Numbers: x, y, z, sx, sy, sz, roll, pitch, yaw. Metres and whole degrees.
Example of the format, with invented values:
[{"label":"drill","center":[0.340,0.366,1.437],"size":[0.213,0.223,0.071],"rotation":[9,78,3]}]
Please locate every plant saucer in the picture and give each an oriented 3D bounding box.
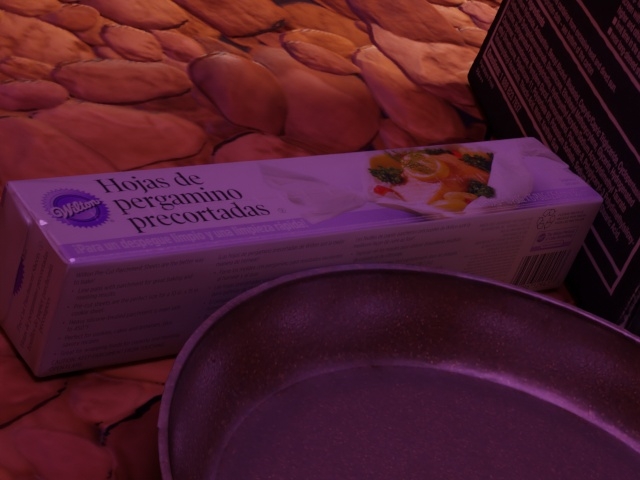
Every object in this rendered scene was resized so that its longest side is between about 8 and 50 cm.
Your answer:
[{"label":"plant saucer","center":[0.081,0.121,0.610],"size":[0.310,0.050,0.310],"rotation":[14,32,-9]}]

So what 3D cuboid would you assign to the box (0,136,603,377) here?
[{"label":"box","center":[0.000,0.000,0.732],"size":[0.324,0.067,0.063],"rotation":[-8,41,-37]}]

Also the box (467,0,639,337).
[{"label":"box","center":[0.247,-0.127,0.854],"size":[0.182,0.294,0.296],"rotation":[9,34,-19]}]
